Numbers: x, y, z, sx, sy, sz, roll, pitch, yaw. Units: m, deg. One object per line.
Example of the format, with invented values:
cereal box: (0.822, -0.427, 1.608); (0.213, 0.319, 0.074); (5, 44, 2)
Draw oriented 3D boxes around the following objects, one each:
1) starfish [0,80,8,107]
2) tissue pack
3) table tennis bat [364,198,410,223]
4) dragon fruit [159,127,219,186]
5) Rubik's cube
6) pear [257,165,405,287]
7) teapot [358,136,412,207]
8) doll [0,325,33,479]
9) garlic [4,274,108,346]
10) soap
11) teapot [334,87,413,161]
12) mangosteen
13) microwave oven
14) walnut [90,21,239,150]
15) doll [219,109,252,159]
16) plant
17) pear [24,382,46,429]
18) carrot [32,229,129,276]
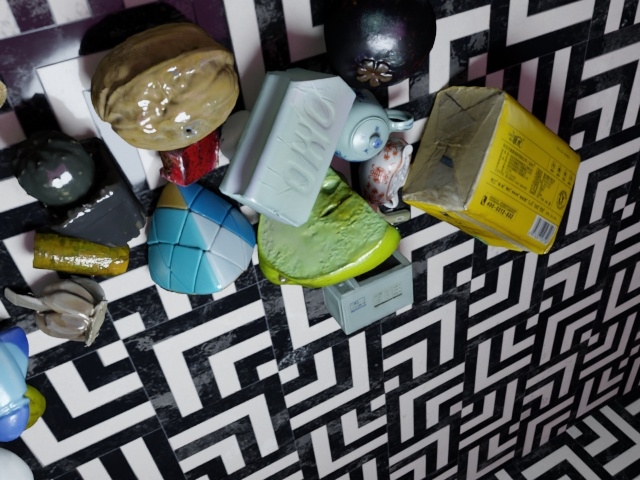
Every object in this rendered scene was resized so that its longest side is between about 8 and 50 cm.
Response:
starfish: (-0.634, -0.159, 0.864); (0.299, 0.060, 0.302); (-5, 124, -32)
tissue pack: (0.417, -0.156, 1.386); (0.382, 0.228, 0.293); (20, 90, -41)
table tennis bat: (0.117, -0.045, 1.446); (0.246, 0.022, 0.138); (-10, 126, -24)
dragon fruit: (-0.260, -0.165, 1.079); (0.147, 0.096, 0.102); (-52, 149, -54)
Rubik's cube: (-0.240, -0.002, 1.112); (0.254, 0.254, 0.254); (-16, 128, -22)
pear: (0.000, 0.000, 1.247); (0.282, 0.286, 0.176); (-44, 152, 1)
teapot: (0.151, -0.152, 1.324); (0.245, 0.116, 0.159); (70, 39, -64)
doll: (-0.661, 0.280, 1.029); (0.376, 0.187, 0.366); (21, 104, -26)
garlic: (-0.512, 0.135, 1.120); (0.194, 0.127, 0.131); (10, 98, -8)
soap: (-0.053, -0.183, 1.063); (0.173, 0.095, 0.290); (30, 79, -52)
teapot: (0.086, -0.231, 1.208); (0.232, 0.159, 0.159); (-20, 129, -19)
mangosteen: (0.113, -0.406, 1.074); (0.243, 0.243, 0.243); (-16, 128, -22)
microwave oven: (0.121, 0.120, 1.490); (0.208, 0.122, 0.162); (-22, 130, -17)
walnut: (-0.250, -0.251, 0.954); (0.245, 0.198, 0.198); (-32, 132, -9)
doll: (-0.127, -0.172, 1.140); (0.106, 0.110, 0.181); (-14, 140, 13)
plant: (-0.406, -0.088, 0.993); (0.142, 0.164, 0.256); (-36, 148, -1)
pear: (-0.635, 0.343, 1.180); (0.131, 0.107, 0.107); (33, 100, -33)
carrot: (-0.454, 0.026, 1.094); (0.173, 0.082, 0.082); (11, 115, -29)
